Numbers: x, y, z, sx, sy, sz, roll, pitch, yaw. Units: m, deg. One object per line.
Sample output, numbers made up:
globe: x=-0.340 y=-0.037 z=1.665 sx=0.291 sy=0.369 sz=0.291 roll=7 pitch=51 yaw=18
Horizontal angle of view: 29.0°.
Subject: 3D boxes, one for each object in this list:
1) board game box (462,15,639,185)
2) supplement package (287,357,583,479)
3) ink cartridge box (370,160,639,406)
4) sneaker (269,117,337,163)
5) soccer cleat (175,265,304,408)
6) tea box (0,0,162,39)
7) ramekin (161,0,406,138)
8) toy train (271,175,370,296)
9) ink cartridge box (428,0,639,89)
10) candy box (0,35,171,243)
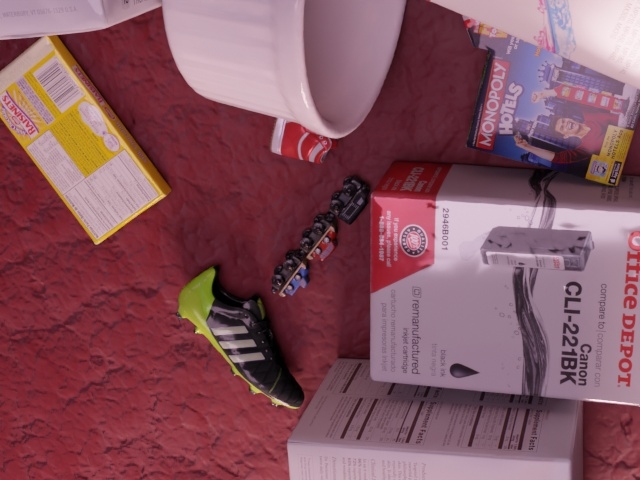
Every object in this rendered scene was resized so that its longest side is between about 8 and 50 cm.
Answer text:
board game box: x=0.205 y=-0.170 z=1.131 sx=0.194 sy=0.060 sz=0.194 roll=17 pitch=113 yaw=10
supplement package: x=0.124 y=0.250 z=1.231 sx=0.263 sy=0.198 sz=0.199 roll=1 pitch=109 yaw=15
ink cartridge box: x=0.191 y=0.038 z=1.181 sx=0.273 sy=0.114 sz=0.197 roll=4 pitch=110 yaw=13
sneaker: x=-0.006 y=-0.131 z=1.212 sx=0.067 sy=0.042 sz=0.118 roll=20 pitch=121 yaw=12
soccer cleat: x=-0.074 y=0.104 z=1.311 sx=0.179 sy=0.060 sz=0.072 roll=45 pitch=102 yaw=-3
tea box: x=-0.234 y=-0.353 z=1.036 sx=0.220 sy=0.329 sz=0.323 roll=-1 pitch=108 yaw=16
ramekin: x=-0.024 y=-0.235 z=1.059 sx=0.135 sy=0.277 sz=0.277 roll=12 pitch=112 yaw=18
toy train: x=0.000 y=0.000 z=1.269 sx=0.036 sy=0.027 sz=0.158 roll=34 pitch=114 yaw=-10
ink cartridge box: x=0.213 y=-0.270 z=0.992 sx=0.306 sy=0.226 sz=0.131 roll=26 pitch=150 yaw=5
candy box: x=-0.257 y=-0.106 z=1.298 sx=0.105 sy=0.027 sz=0.206 roll=-32 pitch=98 yaw=26
